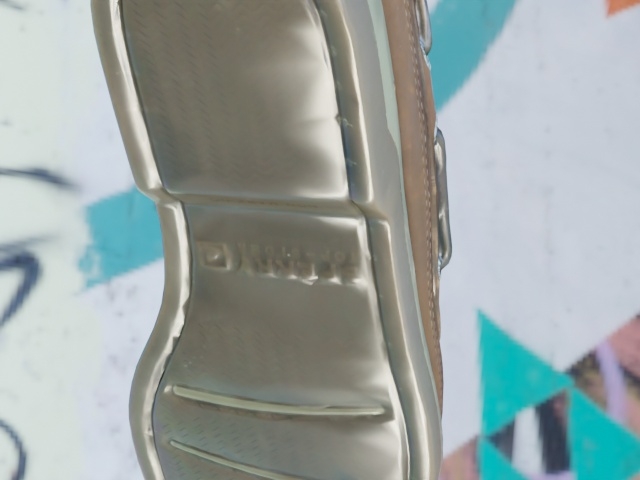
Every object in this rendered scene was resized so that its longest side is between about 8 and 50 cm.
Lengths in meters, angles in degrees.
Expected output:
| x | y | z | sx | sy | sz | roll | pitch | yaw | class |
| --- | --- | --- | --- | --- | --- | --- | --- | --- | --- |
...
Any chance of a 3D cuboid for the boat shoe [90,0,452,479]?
| x | y | z | sx | sy | sz | roll | pitch | yaw | class |
| --- | --- | --- | --- | --- | --- | --- | --- | --- | --- |
| 0.000 | 0.000 | 0.559 | 0.104 | 0.110 | 0.307 | -65 | 163 | -46 | boat shoe |
